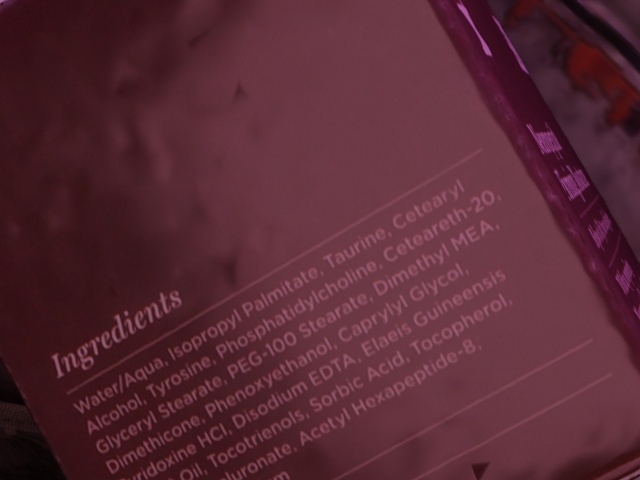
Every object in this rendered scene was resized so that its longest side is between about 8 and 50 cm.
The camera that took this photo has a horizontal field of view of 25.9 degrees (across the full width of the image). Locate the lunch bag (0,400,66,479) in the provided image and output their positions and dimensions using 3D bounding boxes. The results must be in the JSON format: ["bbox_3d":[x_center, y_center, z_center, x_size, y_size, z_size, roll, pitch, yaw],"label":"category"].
[{"bbox_3d":[-0.213,0.165,0.443,0.287,0.169,0.235,15,110,-32],"label":"lunch bag"}]

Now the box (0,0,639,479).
[{"bbox_3d":[0.000,0.000,0.457,0.167,0.168,0.203,-30,87,14],"label":"box"}]
